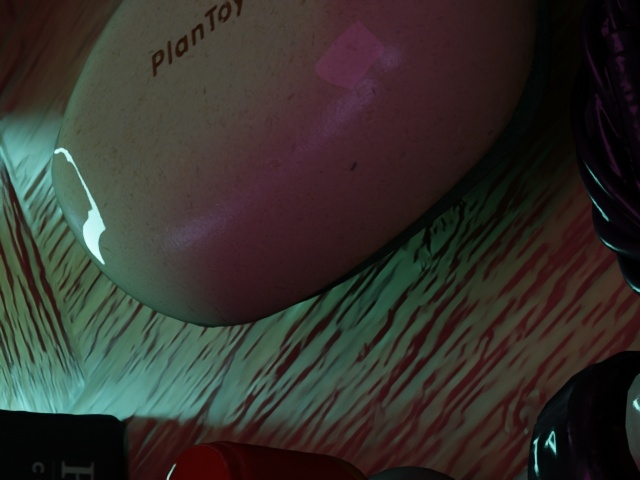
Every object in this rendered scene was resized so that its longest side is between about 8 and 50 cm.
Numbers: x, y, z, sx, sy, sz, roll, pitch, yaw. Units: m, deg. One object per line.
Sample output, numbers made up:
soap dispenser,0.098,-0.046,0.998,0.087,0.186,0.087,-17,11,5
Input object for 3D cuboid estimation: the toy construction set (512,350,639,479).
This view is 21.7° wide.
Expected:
toy construction set,0.182,0.120,0.429,0.257,0.237,0.308,33,130,22

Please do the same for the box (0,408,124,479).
box,-0.367,0.317,0.801,0.297,0.472,0.479,-16,71,47

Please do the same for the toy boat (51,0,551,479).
toy boat,0.000,0.000,0.697,0.267,0.148,0.318,-26,56,40

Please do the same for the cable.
cable,0.141,-0.058,0.590,0.150,0.047,0.184,37,112,48
